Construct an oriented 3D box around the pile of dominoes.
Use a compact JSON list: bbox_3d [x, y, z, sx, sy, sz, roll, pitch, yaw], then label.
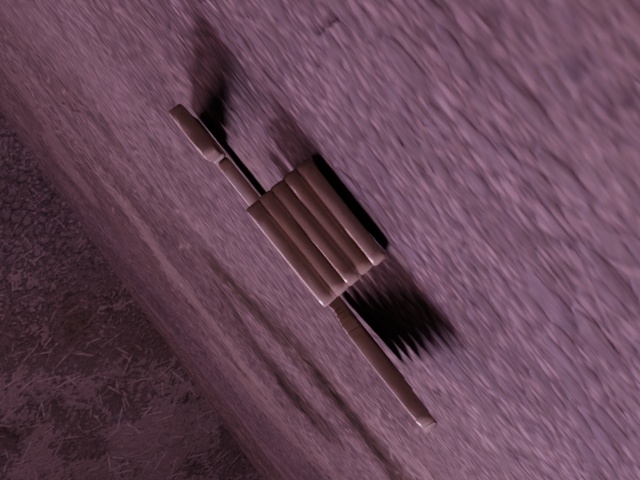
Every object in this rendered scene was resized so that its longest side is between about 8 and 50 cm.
[{"bbox_3d":[0.000,0.000,0.966,0.196,0.040,0.251,51,180,-3],"label":"pile of dominoes"}]
